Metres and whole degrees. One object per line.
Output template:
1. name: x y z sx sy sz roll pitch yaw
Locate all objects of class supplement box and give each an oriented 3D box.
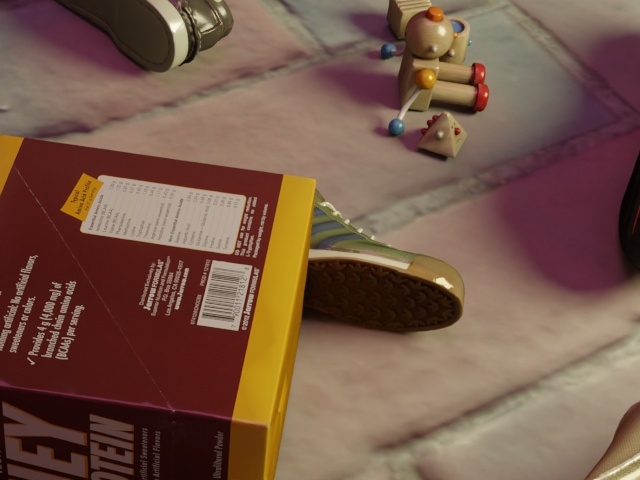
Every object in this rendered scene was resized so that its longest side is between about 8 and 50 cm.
1. supplement box: -0.114 0.060 0.865 0.194 0.129 0.191 8 44 2

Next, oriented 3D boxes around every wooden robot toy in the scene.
1. wooden robot toy: 0.088 -0.143 1.136 0.076 0.079 0.173 2 44 -4

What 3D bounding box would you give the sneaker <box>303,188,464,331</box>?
1. sneaker: 0.000 0.000 0.985 0.192 0.064 0.086 7 48 5

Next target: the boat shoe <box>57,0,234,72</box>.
1. boat shoe: -0.161 -0.213 1.185 0.069 0.081 0.228 -29 61 -35

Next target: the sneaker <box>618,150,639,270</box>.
1. sneaker: 0.302 -0.083 1.072 0.136 0.116 0.314 20 45 12

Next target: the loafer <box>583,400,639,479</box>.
1. loafer: 0.185 0.139 0.845 0.269 0.102 0.092 -16 46 -34
